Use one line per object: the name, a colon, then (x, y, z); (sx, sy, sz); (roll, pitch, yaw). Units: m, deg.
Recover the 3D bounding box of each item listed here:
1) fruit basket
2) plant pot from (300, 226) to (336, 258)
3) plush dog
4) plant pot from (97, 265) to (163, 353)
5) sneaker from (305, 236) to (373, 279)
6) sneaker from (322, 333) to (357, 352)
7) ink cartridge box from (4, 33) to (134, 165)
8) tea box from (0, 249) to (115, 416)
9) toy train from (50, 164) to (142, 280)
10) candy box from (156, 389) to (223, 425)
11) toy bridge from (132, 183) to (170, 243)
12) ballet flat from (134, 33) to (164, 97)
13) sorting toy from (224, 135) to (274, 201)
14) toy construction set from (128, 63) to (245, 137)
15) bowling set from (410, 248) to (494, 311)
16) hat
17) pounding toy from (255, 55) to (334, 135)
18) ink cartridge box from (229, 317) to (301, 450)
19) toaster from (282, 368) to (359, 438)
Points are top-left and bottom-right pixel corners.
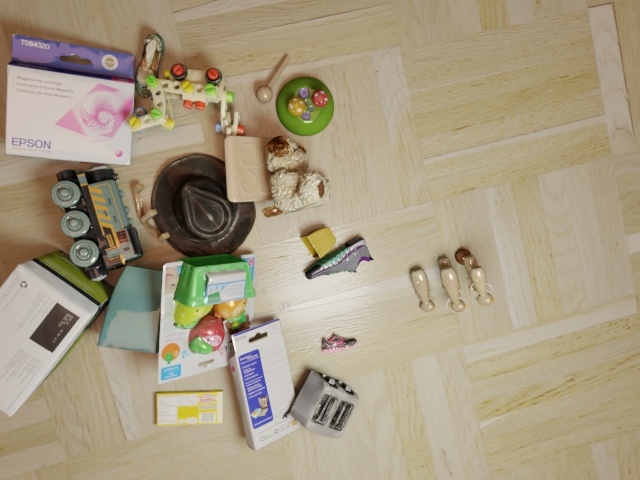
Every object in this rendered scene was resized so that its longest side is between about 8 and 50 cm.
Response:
fruit basket: (-0.316, 0.223, 1.544); (0.326, 0.165, 0.354); (-4, 99, -45)
plant pot: (0.000, 0.000, 1.659); (0.083, 0.081, 0.082); (-35, 99, -16)
plush dog: (-0.094, -0.200, 1.561); (0.210, 0.262, 0.226); (-14, 90, 9)
plant pot: (-0.537, 0.196, 1.558); (0.165, 0.165, 0.235); (9, 86, -9)
sneaker: (0.063, 0.083, 1.674); (0.223, 0.083, 0.098); (-31, 103, -5)
sneaker: (0.061, 0.329, 1.715); (0.119, 0.047, 0.057); (-10, 85, -8)
ink cartridge box: (-0.699, -0.390, 1.484); (0.323, 0.071, 0.331); (2, 98, -23)
tea box: (-0.774, 0.232, 1.441); (0.220, 0.323, 0.329); (38, 88, -10)
toy train: (-0.646, -0.056, 1.527); (0.190, 0.142, 0.334); (-18, 87, -19)
candy box: (-0.413, 0.530, 1.668); (0.205, 0.027, 0.105); (1, 92, -9)
toy bridge: (-0.518, -0.074, 1.584); (0.063, 0.026, 0.188); (-29, 87, 37)
ballet flat: (-0.509, -0.518, 1.547); (0.070, 0.070, 0.189); (11, 93, -9)
sorting toy: (-0.197, -0.217, 1.597); (0.208, 0.038, 0.193); (-7, 97, -41)
toy construction set: (-0.375, -0.390, 1.532); (0.327, 0.151, 0.215); (10, 82, -13)
bowling set: (0.457, 0.128, 1.690); (0.199, 0.286, 0.154); (-31, 107, -38)
hat: (-0.355, -0.095, 1.571); (0.331, 0.134, 0.332); (-1, 96, -8)
pounding toy: (-0.062, -0.432, 1.595); (0.236, 0.110, 0.183); (39, 88, -10)
ink cartridge box: (-0.177, 0.442, 1.640); (0.175, 0.069, 0.371); (-15, 100, -36)
toaster: (0.007, 0.520, 1.655); (0.168, 0.110, 0.186); (32, 83, -34)
